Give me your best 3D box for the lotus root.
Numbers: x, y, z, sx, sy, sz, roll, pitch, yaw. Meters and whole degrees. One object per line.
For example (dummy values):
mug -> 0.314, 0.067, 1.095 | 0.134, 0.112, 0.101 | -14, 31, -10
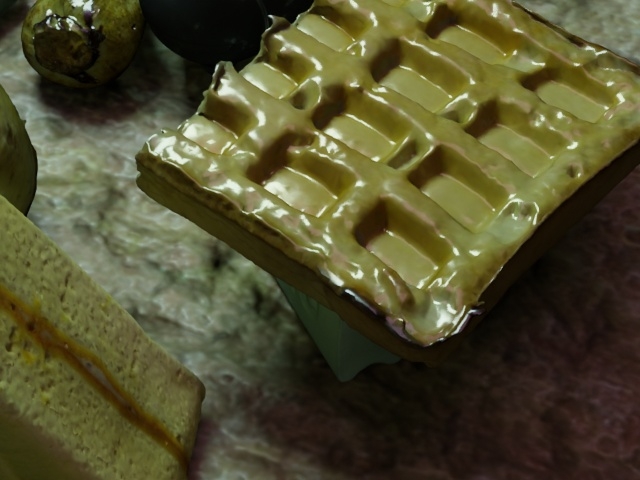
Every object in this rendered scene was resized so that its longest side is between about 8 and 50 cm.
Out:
lotus root -> -0.198, -0.209, 1.780 | 0.108, 0.094, 0.190 | -1, 37, 18

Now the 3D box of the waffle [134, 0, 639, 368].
waffle -> 0.068, -0.075, 1.531 | 0.304, 0.077, 0.348 | 33, 54, 21

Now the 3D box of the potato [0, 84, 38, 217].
potato -> -0.366, -0.096, 1.552 | 0.285, 0.242, 0.242 | 41, 55, 5

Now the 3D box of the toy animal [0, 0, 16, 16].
toy animal -> -0.371, -0.209, 1.769 | 0.170, 0.090, 0.255 | 29, 59, -4

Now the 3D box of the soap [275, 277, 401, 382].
soap -> 0.000, 0.000, 1.590 | 0.067, 0.119, 0.198 | -18, 52, -19

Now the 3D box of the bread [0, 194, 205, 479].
bread -> -0.175, 0.096, 1.400 | 0.163, 0.264, 0.167 | 6, 54, 3

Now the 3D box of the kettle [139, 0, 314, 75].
kettle -> -0.067, -0.298, 1.752 | 0.207, 0.268, 0.290 | 15, 50, 16
